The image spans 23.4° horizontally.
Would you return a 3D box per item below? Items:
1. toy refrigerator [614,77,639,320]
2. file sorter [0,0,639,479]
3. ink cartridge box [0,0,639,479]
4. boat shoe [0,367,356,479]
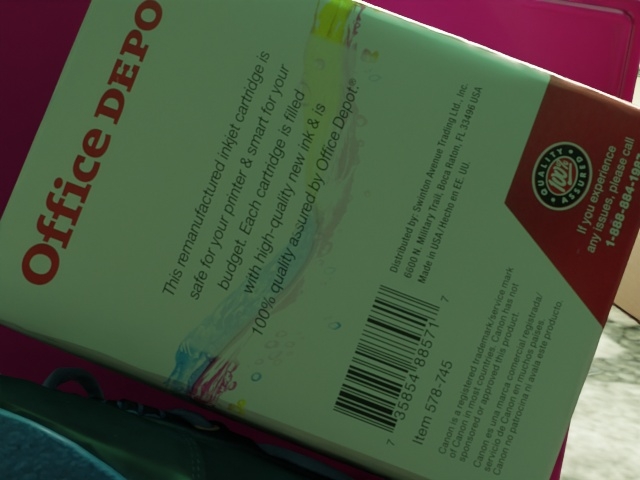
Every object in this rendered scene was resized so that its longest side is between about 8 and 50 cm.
[{"bbox_3d":[0.210,-0.012,0.862,0.094,0.102,0.269,0,19,-22],"label":"toy refrigerator"},{"bbox_3d":[-0.026,-0.033,0.673,0.290,0.202,0.182,10,15,6],"label":"file sorter"},{"bbox_3d":[0.000,0.000,0.499,0.176,0.128,0.127,22,-7,3],"label":"ink cartridge box"},{"bbox_3d":[-0.048,0.100,0.448,0.258,0.109,0.089,24,10,-4],"label":"boat shoe"}]
